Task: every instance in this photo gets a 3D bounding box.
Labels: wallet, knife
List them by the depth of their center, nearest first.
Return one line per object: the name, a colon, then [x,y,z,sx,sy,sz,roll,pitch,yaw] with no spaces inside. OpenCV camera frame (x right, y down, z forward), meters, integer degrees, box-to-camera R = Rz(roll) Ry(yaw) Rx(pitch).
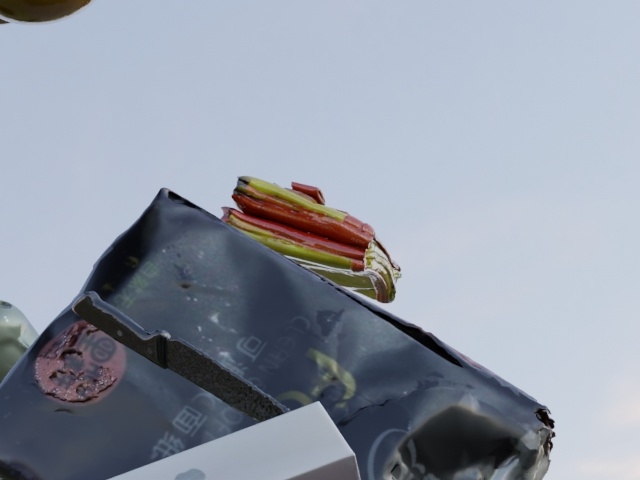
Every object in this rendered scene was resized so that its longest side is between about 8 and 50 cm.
knife: [-0.072,0.068,1.024,0.010,0.170,0.023,-23,-45,-52]
wallet: [0.000,0.000,1.693,0.141,0.067,0.241,19,-5,10]

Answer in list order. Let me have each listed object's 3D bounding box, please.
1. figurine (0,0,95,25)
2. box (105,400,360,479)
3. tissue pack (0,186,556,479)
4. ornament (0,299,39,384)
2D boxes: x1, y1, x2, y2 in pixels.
figurine: [-0.263,-0.194,1.253,0.228,0.215,0.215,-37,-26,-3]
box: [-0.041,0.152,0.797,0.129,0.051,0.130,-20,-60,-12]
tissue pack: [-0.040,0.131,1.211,0.245,0.332,0.123,-52,-23,-19]
ornament: [-0.274,0.125,1.713,0.081,0.156,0.075,-12,22,47]
